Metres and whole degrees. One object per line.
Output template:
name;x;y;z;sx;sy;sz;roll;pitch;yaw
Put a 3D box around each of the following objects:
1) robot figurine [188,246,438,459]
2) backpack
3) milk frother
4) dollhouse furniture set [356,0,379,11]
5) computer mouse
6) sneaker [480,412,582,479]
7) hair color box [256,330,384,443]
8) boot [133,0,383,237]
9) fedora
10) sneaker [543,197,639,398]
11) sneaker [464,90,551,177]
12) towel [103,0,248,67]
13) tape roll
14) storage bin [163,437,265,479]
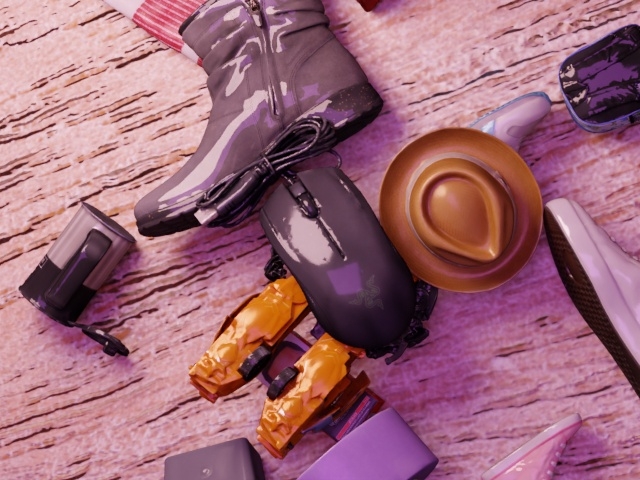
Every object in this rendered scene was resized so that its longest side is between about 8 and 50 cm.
robot figurine;-0.004;0.098;1.759;0.211;0.085;0.291;39;70;15
backpack;0.332;-0.177;1.745;0.114;0.084;0.105;-24;80;6
milk frother;-0.268;0.052;1.867;0.143;0.129;0.135;35;94;-28
dollhouse furniture set;0.166;-0.420;1.753;0.152;0.201;0.374;43;94;14
computer mouse;0.000;0.000;1.699;0.188;0.072;0.272;-37;76;-6
sneaker;0.253;0.255;1.733;0.134;0.051;0.070;-38;78;10
hair color box;-0.002;0.174;1.806;0.141;0.043;0.072;36;93;15
boot;-0.114;-0.167;1.833;0.338;0.118;0.223;-31;83;-4
fedora;0.158;-0.030;1.703;0.194;0.079;0.194;0;99;3
sneaker;0.361;0.063;1.715;0.123;0.106;0.290;-30;80;-9
sneaker;0.184;-0.084;1.777;0.228;0.087;0.092;-41;86;11
towel;-0.205;-0.397;1.921;0.329;0.037;0.237;36;94;16
tape roll;0.037;0.277;1.709;0.189;0.189;0.080;-43;77;5
storage bin;-0.121;0.295;1.803;0.135;0.098;0.091;-16;53;12
